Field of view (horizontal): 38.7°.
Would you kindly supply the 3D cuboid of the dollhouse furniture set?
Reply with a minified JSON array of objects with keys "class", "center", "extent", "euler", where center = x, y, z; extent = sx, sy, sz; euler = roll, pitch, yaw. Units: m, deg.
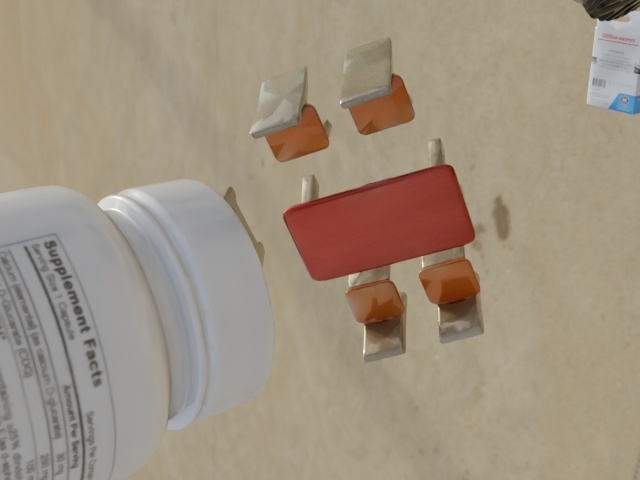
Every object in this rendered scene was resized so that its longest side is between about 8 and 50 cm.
[{"class":"dollhouse furniture set","center":[0.000,0.000,0.789],"extent":[0.135,0.259,0.262],"euler":[-82,-28,-55]}]

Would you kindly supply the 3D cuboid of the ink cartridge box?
[{"class":"ink cartridge box","center":[0.253,-0.151,0.758],"extent":[0.048,0.028,0.083],"euler":[26,124,45]}]

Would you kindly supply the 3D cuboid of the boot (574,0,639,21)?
[{"class":"boot","center":[0.172,-0.291,0.648],"extent":[0.260,0.348,0.131],"euler":[48,118,8]}]

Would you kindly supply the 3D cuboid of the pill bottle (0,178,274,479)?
[{"class":"pill bottle","center":[-0.175,0.062,0.447],"extent":[0.160,0.283,0.160],"euler":[26,124,47]}]
